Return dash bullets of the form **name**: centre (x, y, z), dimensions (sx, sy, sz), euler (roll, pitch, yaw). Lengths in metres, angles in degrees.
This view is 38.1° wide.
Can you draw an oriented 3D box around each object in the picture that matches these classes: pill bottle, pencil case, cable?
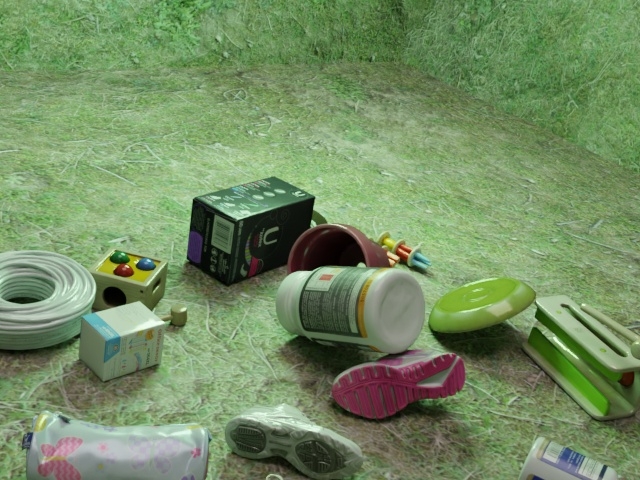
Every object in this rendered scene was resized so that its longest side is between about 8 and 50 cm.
- **pill bottle**: centre (0.423, 0.408, 1.510), dimensions (0.187, 0.112, 0.112), euler (22, 27, 22)
- **pencil case**: centre (-0.302, 0.326, 1.383), dimensions (0.273, 0.113, 0.124), euler (7, 47, -10)
- **cable**: centre (-0.558, 0.111, 1.750), dimensions (0.257, 0.089, 0.257), euler (24, 31, 22)
- **pill bottle**: centre (0.052, 0.129, 1.801), dimensions (0.162, 0.162, 0.278), euler (-15, 12, -43)

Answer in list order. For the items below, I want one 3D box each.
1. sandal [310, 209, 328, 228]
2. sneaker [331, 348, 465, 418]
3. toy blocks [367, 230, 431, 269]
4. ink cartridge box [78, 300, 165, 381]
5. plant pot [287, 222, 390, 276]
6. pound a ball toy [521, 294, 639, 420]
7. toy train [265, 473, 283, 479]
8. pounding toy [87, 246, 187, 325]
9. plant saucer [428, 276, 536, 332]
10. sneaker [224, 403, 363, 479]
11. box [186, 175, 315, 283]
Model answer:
- **sandal**: centre (0.000, 0.000, 2.267), dimensions (0.090, 0.060, 0.219), euler (-23, 55, -41)
- **sneaker**: centre (0.137, 0.262, 1.729), dimensions (0.252, 0.103, 0.111), euler (-6, 5, -16)
- **toy blocks**: centre (0.187, 0.037, 2.260), dimensions (0.148, 0.054, 0.123), euler (29, 30, 32)
- **ink cartridge box**: centre (-0.355, 0.180, 1.694), dimensions (0.143, 0.092, 0.090), euler (-14, 35, -41)
- **plant pot**: centre (0.057, 0.061, 2.016), dimensions (0.201, 0.201, 0.180), euler (25, 13, 27)
- **pound a ball toy**: centre (0.568, 0.210, 1.873), dimensions (0.136, 0.208, 0.319), euler (-2, 28, -26)
- **toy train**: centre (-0.016, 0.418, 1.394), dimensions (0.166, 0.046, 0.125), euler (18, 25, 7)
- **pounding toy**: centre (-0.360, 0.101, 1.855), dimensions (0.206, 0.094, 0.181), euler (14, 25, 7)
- **plant saucer**: centre (0.344, 0.132, 2.007), dimensions (0.241, 0.037, 0.241), euler (-19, 12, 4)
- **sneaker**: centre (-0.034, 0.319, 1.543), dimensions (0.232, 0.090, 0.115), euler (16, 22, 9)
- **box**: centre (-0.157, -0.029, 2.126), dimensions (0.143, 0.165, 0.270), euler (27, 30, 32)
